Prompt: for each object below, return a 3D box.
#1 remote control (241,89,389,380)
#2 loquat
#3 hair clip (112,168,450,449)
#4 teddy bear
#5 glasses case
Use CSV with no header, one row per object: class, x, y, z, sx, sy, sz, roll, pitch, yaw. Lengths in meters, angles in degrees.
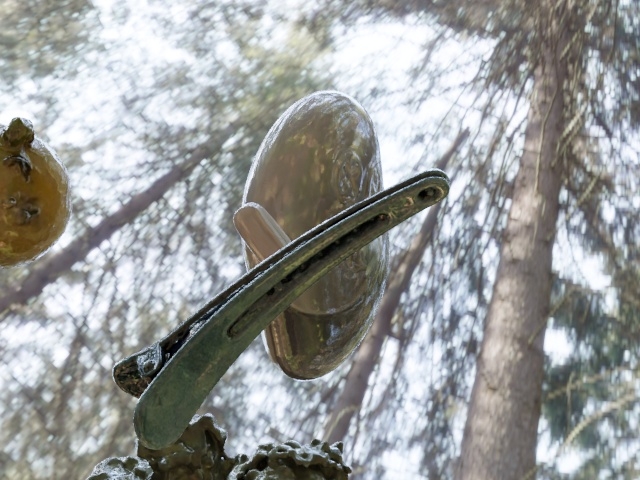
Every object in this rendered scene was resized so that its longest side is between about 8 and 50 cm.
remote control,0.000,0.000,1.281,0.103,0.221,0.332,19,-41,26
loquat,-0.355,-0.057,1.365,0.172,0.149,0.204,39,-50,2
hair clip,-0.028,0.032,0.864,0.275,0.083,0.048,-40,-61,-1
teddy bear,-0.112,0.346,1.444,0.367,0.224,0.358,-18,-59,-20
glasses case,-0.043,0.004,1.076,0.032,0.021,0.083,-35,-84,33
